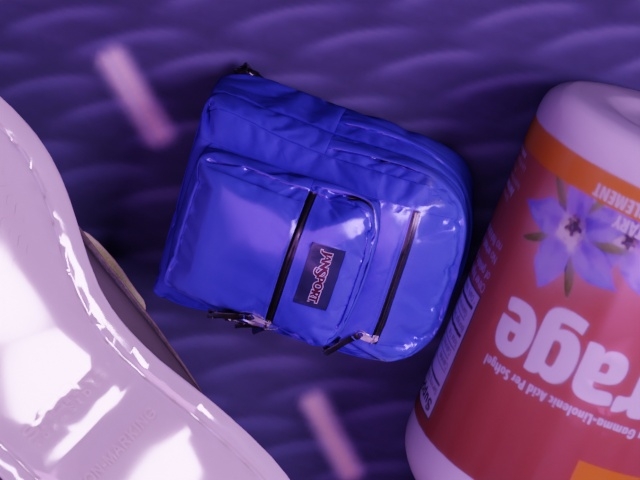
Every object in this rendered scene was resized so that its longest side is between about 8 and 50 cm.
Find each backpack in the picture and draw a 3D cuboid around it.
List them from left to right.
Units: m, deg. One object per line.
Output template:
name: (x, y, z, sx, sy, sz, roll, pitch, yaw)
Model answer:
backpack: (0.000, 0.000, 0.681, 0.120, 0.101, 0.098, 17, 115, -2)

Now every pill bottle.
pill bottle: (0.107, 0.055, 0.671, 0.121, 0.121, 0.216, 21, 108, 1)

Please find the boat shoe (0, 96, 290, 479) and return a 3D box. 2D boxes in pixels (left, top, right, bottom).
boat shoe: (-0.127, 0.037, 0.685, 0.109, 0.091, 0.305, -42, 104, -15)
